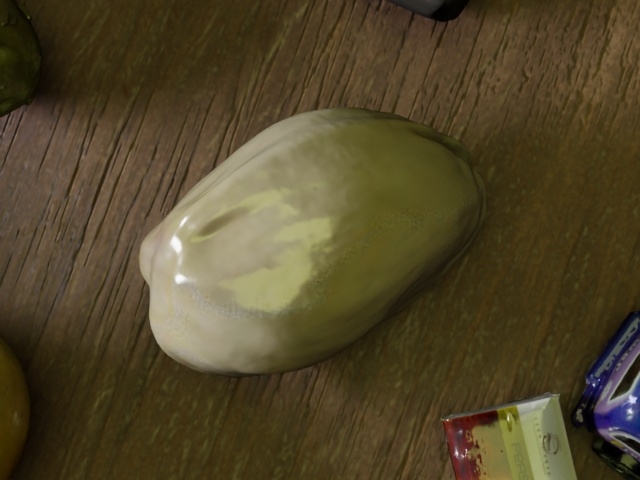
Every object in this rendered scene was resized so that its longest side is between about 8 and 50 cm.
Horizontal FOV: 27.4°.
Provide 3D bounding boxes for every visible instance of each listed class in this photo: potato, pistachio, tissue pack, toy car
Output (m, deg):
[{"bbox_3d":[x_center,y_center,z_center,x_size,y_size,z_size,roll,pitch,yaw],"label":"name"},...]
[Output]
[{"bbox_3d":[-0.369,-0.209,1.208,0.298,0.176,0.141,37,86,29],"label":"potato"},{"bbox_3d":[0.000,0.000,1.144,0.332,0.208,0.226,-31,127,-14],"label":"pistachio"},{"bbox_3d":[0.173,0.217,1.152,0.106,0.099,0.148,-14,84,3],"label":"tissue pack"},{"bbox_3d":[0.348,0.157,1.118,0.235,0.158,0.172,36,87,5],"label":"toy car"}]

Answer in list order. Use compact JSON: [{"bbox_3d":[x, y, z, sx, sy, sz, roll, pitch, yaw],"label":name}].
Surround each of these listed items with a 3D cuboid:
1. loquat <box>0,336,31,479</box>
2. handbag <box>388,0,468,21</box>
[{"bbox_3d":[-0.367,0.150,1.135,0.244,0.244,0.243,0,84,4],"label":"loquat"},{"bbox_3d":[0.052,-0.362,1.186,0.285,0.113,0.257,30,106,7],"label":"handbag"}]
